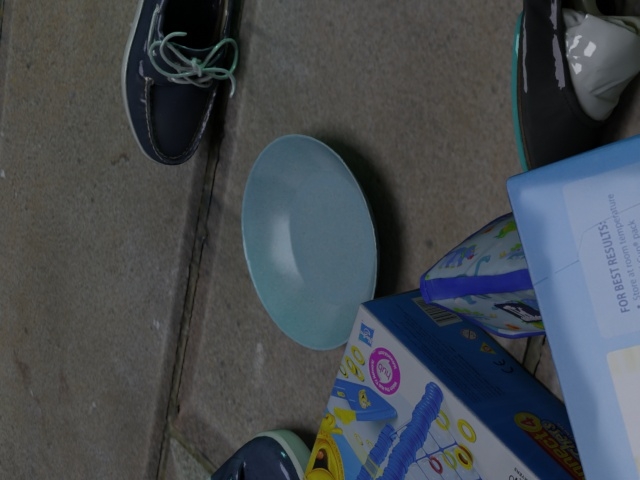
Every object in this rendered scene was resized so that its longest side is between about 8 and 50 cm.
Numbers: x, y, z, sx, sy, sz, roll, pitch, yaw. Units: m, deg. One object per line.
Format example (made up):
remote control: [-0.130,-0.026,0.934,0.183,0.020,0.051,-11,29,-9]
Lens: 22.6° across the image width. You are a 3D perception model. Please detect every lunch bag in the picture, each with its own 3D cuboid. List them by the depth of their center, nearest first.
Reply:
lunch bag: [0.164,0.017,1.124,0.129,0.151,0.096,-12,89,52]

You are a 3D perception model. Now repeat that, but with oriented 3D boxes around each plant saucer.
plant saucer: [0.000,0.000,1.425,0.195,0.037,0.195,16,110,50]

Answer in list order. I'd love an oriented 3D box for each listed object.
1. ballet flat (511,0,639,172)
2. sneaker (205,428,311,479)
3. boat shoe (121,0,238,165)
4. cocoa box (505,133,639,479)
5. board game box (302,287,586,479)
ballet flat: [0.181,-0.171,1.109,0.096,0.095,0.280,2,100,40]
sneaker: [-0.121,0.304,1.566,0.131,0.148,0.350,61,139,22]
boat shoe: [-0.123,-0.188,1.497,0.079,0.095,0.254,34,116,57]
cocoa box: [0.284,0.094,0.877,0.231,0.228,0.347,-18,84,32]
board game box: [0.113,0.249,1.301,0.308,0.086,0.302,44,130,37]
